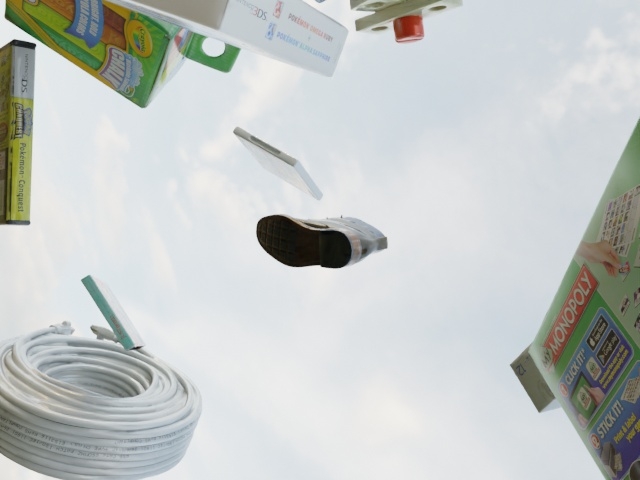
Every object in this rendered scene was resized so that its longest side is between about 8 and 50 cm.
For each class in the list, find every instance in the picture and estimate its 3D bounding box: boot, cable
[{"bbox_3d":[0.000,0.000,1.127,0.219,0.106,0.082,15,-75,42],"label":"boot"},{"bbox_3d":[-0.267,0.183,0.816,0.257,0.257,0.089,20,-83,21],"label":"cable"}]

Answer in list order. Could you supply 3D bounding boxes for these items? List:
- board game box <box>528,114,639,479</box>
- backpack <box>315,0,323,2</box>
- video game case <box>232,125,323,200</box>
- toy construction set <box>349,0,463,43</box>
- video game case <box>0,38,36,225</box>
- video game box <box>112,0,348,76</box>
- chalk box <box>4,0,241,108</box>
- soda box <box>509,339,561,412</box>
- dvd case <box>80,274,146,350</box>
[{"bbox_3d":[0.246,0.062,0.465,0.317,0.046,0.213,95,-20,-47],"label":"board game box"},{"bbox_3d":[0.015,-0.509,1.321,0.114,0.105,0.084,-35,-139,8],"label":"backpack"},{"bbox_3d":[-0.095,-0.176,1.651,0.183,0.201,0.023,31,-98,24],"label":"video game case"},{"bbox_3d":[0.072,-0.338,0.600,0.215,0.151,0.328,-6,-74,27],"label":"toy construction set"},{"bbox_3d":[-0.483,-0.145,1.054,0.275,0.035,0.248,1,-90,51],"label":"video game case"},{"bbox_3d":[-0.104,-0.179,0.511,0.205,0.187,0.048,23,-81,19],"label":"video game box"},{"bbox_3d":[-0.242,-0.316,0.954,0.289,0.179,0.180,33,-31,-8],"label":"chalk box"},{"bbox_3d":[0.405,0.134,1.033,0.286,0.098,0.091,-59,-135,39],"label":"soda box"},{"bbox_3d":[-0.221,0.080,0.768,0.087,0.013,0.119,57,-10,1],"label":"dvd case"}]
